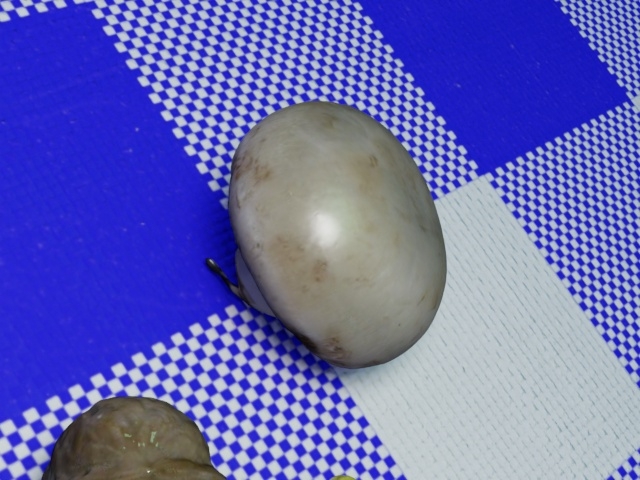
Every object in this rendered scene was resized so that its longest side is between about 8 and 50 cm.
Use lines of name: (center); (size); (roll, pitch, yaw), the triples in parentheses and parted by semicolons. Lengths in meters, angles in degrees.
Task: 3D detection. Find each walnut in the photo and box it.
walnut: (-0.195, 0.271, 1.126); (0.224, 0.224, 0.224); (16, 54, -24)

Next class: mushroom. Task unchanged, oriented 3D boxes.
mushroom: (0.000, 0.000, 1.421); (0.362, 0.295, 0.362); (47, 29, -37)

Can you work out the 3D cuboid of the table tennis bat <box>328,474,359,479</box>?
table tennis bat: (0.141, 0.430, 1.351); (0.368, 0.054, 0.224); (46, 47, -5)
